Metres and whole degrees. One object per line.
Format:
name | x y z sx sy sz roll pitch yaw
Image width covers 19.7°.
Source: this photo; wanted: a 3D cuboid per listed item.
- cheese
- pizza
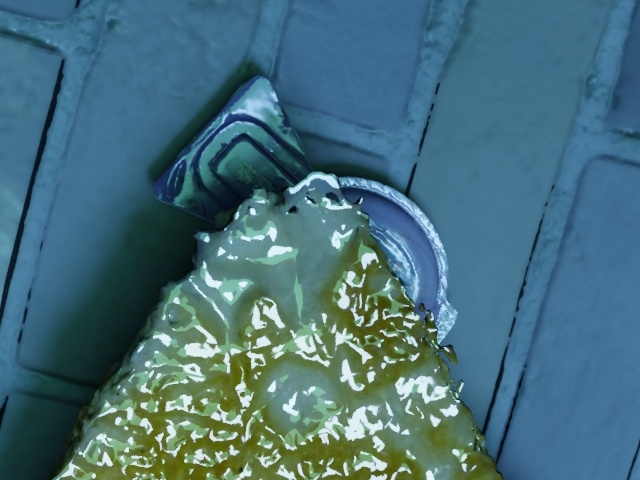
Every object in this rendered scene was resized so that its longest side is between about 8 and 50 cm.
cheese | 0.000 0.000 1.068 0.191 0.042 0.105 41 91 -11
pizza | -0.050 0.218 1.071 0.392 0.080 0.435 -32 108 3
